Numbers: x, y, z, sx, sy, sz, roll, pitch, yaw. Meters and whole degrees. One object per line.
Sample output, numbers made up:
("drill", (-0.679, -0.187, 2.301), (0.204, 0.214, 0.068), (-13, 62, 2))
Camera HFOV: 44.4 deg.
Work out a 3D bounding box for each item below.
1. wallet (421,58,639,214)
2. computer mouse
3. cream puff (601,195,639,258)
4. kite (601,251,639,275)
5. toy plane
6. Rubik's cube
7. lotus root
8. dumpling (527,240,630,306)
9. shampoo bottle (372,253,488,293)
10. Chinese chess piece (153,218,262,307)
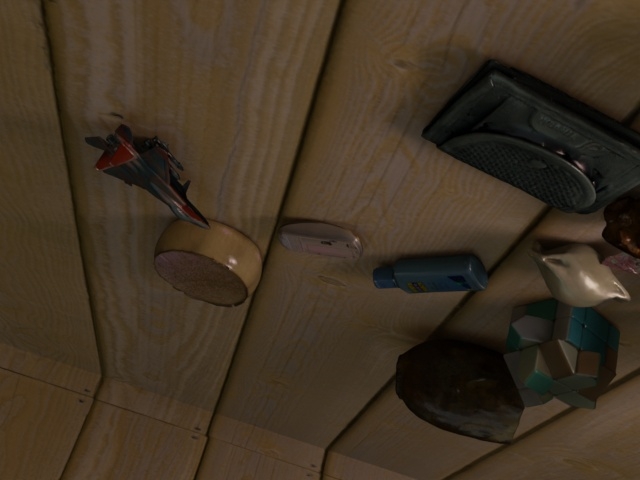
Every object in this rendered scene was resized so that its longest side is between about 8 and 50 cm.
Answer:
("wallet", (0.363, -0.149, 1.294), (0.341, 0.075, 0.237), (24, 153, -12))
("computer mouse", (0.001, -0.001, 1.762), (0.198, 0.045, 0.102), (8, 149, 17))
("cream puff", (0.553, -0.023, 1.380), (0.122, 0.094, 0.116), (27, -177, 12))
("kite", (0.592, 0.017, 1.468), (0.139, 0.011, 0.157), (-25, 114, 22))
("toy plane", (-0.343, -0.130, 1.674), (0.222, 0.105, 0.326), (-10, 145, 40))
("Rubik's cube", (0.532, 0.256, 1.745), (0.265, 0.213, 0.224), (35, 148, -23))
("lotus root", (0.364, 0.383, 2.034), (0.345, 0.251, 0.250), (12, 150, 11))
("dumpling", (0.499, 0.064, 1.556), (0.228, 0.124, 0.151), (31, -175, -13))
("shampoo bottle", (0.238, 0.078, 1.756), (0.258, 0.061, 0.104), (-5, 142, 35))
("Chinese chess piece", (-0.278, 0.056, 1.942), (0.269, 0.112, 0.270), (13, 150, 8))
